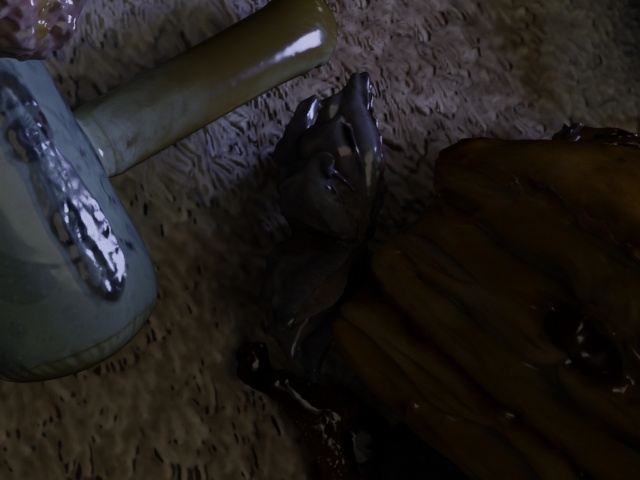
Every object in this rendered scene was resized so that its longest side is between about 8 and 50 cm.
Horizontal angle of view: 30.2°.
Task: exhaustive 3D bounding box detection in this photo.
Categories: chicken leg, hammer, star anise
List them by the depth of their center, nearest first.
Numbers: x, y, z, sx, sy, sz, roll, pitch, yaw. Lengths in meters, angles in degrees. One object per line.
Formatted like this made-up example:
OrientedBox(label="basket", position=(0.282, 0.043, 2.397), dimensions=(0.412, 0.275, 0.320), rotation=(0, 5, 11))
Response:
OrientedBox(label="hammer", position=(-0.102, -0.072, 0.679), dimensions=(0.305, 0.113, 0.202), rotation=(-38, 115, -31))
OrientedBox(label="star anise", position=(0.000, 0.000, 0.734), dimensions=(0.195, 0.065, 0.183), rotation=(-63, 158, -58))
OrientedBox(label="chicken leg", position=(0.016, 0.154, 0.793), dimensions=(0.089, 0.048, 0.219), rotation=(-29, 108, -32))

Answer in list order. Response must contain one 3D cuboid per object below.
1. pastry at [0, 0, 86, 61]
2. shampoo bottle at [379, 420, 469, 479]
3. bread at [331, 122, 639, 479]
OrientedBox(label="pastry", position=(-0.208, -0.158, 0.557), dimensions=(0.103, 0.265, 0.112), rotation=(-60, 160, -16))
OrientedBox(label="shampoo bottle", position=(0.159, 0.114, 0.840), dimensions=(0.283, 0.101, 0.101), rotation=(-27, 108, -47))
OrientedBox(label="bread", position=(0.194, 0.034, 0.730), dimensions=(0.324, 0.277, 0.167), rotation=(-24, 143, -44))
